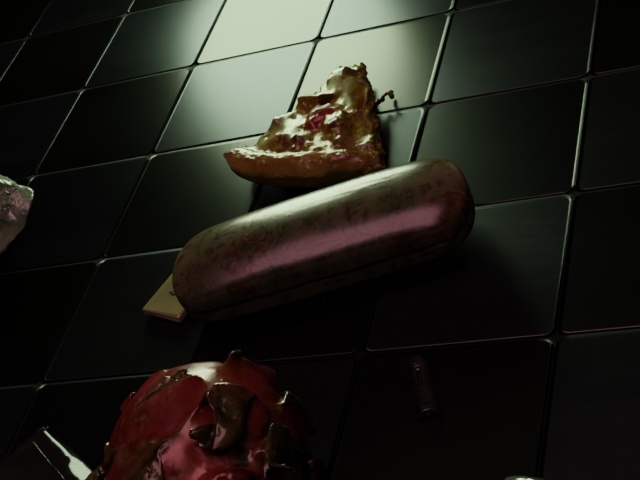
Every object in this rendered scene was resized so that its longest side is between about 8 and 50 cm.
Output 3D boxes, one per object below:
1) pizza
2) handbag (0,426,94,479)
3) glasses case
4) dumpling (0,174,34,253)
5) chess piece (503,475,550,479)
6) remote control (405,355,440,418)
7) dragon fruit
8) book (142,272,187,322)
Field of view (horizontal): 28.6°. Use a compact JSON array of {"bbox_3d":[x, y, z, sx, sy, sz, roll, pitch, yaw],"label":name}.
[{"bbox_3d":[0.002,-0.189,1.928,0.279,0.075,0.288,-4,43,27],"label":"pizza"},{"bbox_3d":[-0.367,0.348,1.521,0.223,0.080,0.247,-40,39,-16],"label":"handbag"},{"bbox_3d":[0.000,0.000,1.685,0.425,0.098,0.157,-17,41,14],"label":"glasses case"},{"bbox_3d":[-0.577,-0.053,2.103,0.219,0.108,0.153,-2,43,33],"label":"dumpling"},{"bbox_3d":[0.169,0.374,1.084,0.194,0.195,0.299,15,63,43],"label":"chess piece"},{"bbox_3d":[0.119,0.171,1.478,0.034,0.016,0.091,-17,39,7],"label":"remote control"},{"bbox_3d":[-0.118,0.285,1.316,0.269,0.250,0.291,-20,52,18],"label":"dragon fruit"},{"bbox_3d":[-0.196,0.070,1.796,0.077,0.014,0.111,8,49,40],"label":"book"}]
